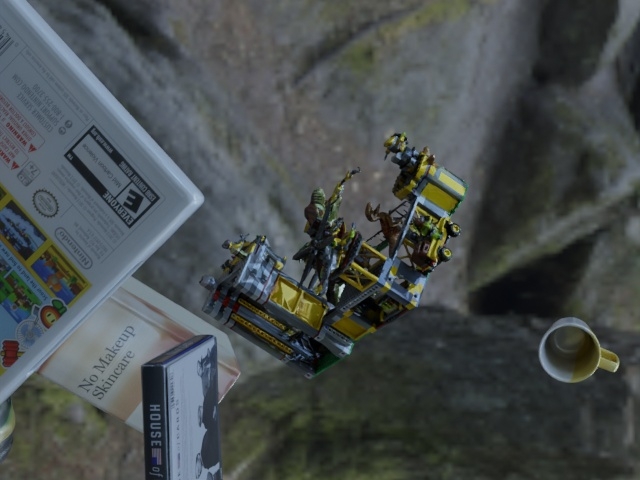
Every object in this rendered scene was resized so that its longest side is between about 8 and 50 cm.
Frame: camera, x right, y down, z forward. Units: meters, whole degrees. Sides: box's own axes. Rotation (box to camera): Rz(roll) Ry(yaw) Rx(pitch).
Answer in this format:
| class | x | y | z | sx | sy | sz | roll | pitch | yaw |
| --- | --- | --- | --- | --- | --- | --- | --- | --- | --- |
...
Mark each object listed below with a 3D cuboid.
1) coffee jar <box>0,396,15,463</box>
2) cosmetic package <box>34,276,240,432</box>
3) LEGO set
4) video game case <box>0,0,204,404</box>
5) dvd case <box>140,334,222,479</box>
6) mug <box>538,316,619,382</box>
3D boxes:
| class | x | y | z | sx | sy | sz | roll | pitch | yaw |
| --- | --- | --- | --- | --- | --- | --- | --- | --- | --- |
| coffee jar | -0.276 | 0.089 | 1.104 | 0.079 | 0.096 | 0.184 | -30 | 139 | -45 |
| cosmetic package | -0.273 | 0.137 | 1.968 | 0.296 | 0.153 | 0.129 | 32 | 11 | -22 |
| LEGO set | 0.000 | 0.000 | 1.722 | 0.192 | 0.331 | 0.255 | 33 | 62 | -15 |
| video game case | -0.215 | -0.036 | 0.872 | 0.227 | 0.206 | 0.026 | 47 | 11 | 5 |
| dvd case | -0.133 | 0.194 | 1.444 | 0.238 | 0.029 | 0.179 | -19 | 107 | -82 |
| mug | 0.261 | 0.114 | 1.514 | 0.078 | 0.062 | 0.064 | 52 | 15 | -3 |
